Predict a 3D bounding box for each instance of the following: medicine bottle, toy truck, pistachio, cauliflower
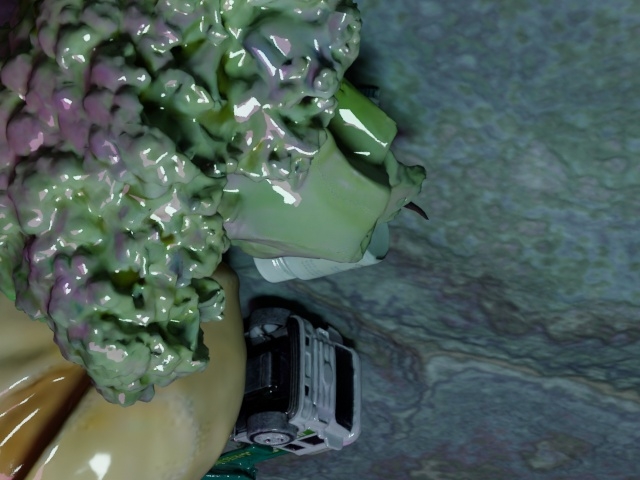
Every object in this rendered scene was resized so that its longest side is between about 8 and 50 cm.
[{"bbox_3d":[0.000,0.000,0.873,0.083,0.047,0.047,-14,138,31],"label":"medicine bottle"},{"bbox_3d":[-0.063,0.132,1.028,0.216,0.110,0.116,-23,146,36],"label":"toy truck"},{"bbox_3d":[-0.184,0.108,0.923,0.309,0.230,0.230,-37,125,27],"label":"pistachio"},{"bbox_3d":[-0.052,-0.049,0.698,0.315,0.239,0.256,21,113,-27],"label":"cauliflower"}]

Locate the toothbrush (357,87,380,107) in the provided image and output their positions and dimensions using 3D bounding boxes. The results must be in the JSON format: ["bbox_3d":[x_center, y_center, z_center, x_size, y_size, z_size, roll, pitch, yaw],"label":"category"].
[{"bbox_3d":[-0.063,-0.080,0.800,0.204,0.022,0.017,-1,133,15],"label":"toothbrush"}]
